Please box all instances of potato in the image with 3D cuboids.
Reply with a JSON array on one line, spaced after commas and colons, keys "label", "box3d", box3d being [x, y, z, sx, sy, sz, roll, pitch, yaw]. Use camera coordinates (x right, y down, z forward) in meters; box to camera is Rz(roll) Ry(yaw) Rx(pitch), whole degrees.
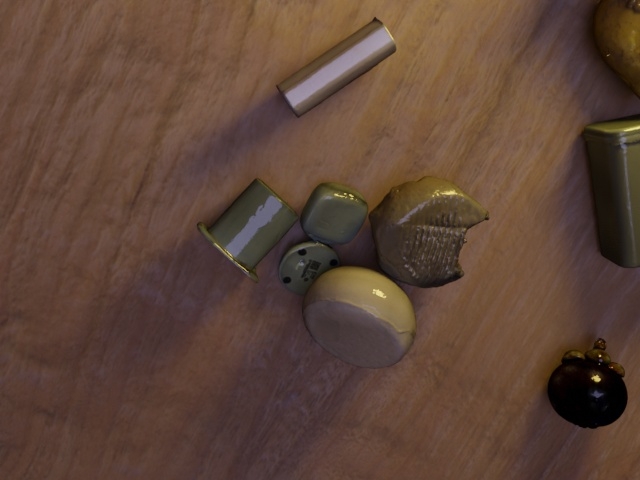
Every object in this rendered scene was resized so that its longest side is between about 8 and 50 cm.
[{"label": "potato", "box3d": [0.748, -0.475, 1.603, 0.266, 0.229, 0.229, 42, 97, -7]}]

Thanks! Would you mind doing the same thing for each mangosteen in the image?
[{"label": "mangosteen", "box3d": [0.691, 0.366, 1.803, 0.194, 0.194, 0.230, 17, 71, -7]}]

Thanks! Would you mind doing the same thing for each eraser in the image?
[{"label": "eraser", "box3d": [0.033, -0.389, 1.582, 0.270, 0.174, 0.095, -32, 101, 4]}]

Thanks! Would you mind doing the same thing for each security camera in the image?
[{"label": "security camera", "box3d": [0.000, 0.000, 1.719, 0.157, 0.080, 0.301, 18, 112, -23]}]

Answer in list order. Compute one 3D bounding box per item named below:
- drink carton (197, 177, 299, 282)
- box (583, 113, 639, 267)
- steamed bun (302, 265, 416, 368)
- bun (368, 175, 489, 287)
[{"label": "drink carton", "box3d": [-0.164, -0.035, 1.647, 0.191, 0.185, 0.189, 43, 94, -9]}, {"label": "box", "box3d": [0.849, -0.142, 1.697, 0.352, 0.177, 0.344, -12, 106, -2]}, {"label": "steamed bun", "box3d": [0.101, 0.168, 1.686, 0.283, 0.177, 0.283, 16, 142, 13]}, {"label": "bun", "box3d": [0.236, -0.029, 1.665, 0.281, 0.205, 0.282, -6, 111, -15]}]
